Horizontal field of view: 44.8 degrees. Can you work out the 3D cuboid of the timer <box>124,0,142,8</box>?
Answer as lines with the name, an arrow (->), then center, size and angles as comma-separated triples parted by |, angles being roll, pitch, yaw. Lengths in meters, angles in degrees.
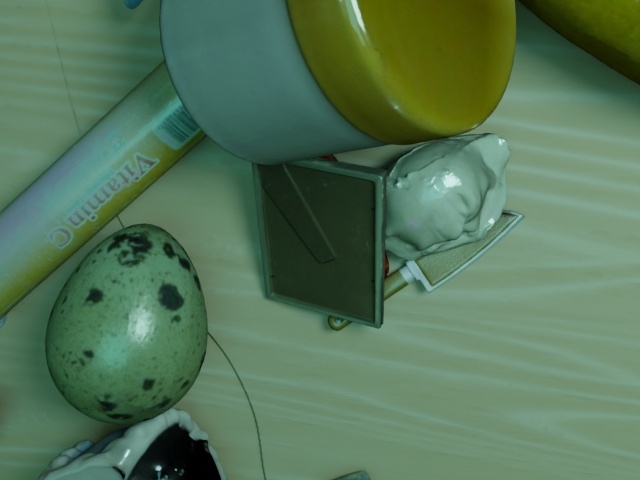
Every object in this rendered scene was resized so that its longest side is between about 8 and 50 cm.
timer -> -0.116, -0.370, 0.778 | 0.175, 0.175, 0.255 | 36, 135, -2

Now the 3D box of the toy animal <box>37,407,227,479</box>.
toy animal -> -0.224, 0.307, 0.937 | 0.204, 0.156, 0.208 | -25, 109, 14

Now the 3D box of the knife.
knife -> 0.120, 0.037, 0.893 | 0.256, 0.022, 0.046 | -34, 76, 11

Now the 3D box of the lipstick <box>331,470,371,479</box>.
lipstick -> 0.081, 0.429, 0.968 | 0.078, 0.076, 0.289 | -22, 100, 13

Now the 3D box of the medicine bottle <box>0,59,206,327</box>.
medicine bottle -> -0.265, -0.056, 0.883 | 0.426, 0.108, 0.108 | -38, 96, 12

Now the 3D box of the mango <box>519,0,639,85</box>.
mango -> 0.342, -0.252, 0.703 | 0.365, 0.182, 0.252 | 13, 116, 0

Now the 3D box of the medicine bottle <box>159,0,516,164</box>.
medicine bottle -> 0.016, -0.196, 0.688 | 0.232, 0.238, 0.237 | -3, 106, 44

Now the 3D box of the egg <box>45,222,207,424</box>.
egg -> -0.214, 0.093, 0.874 | 0.177, 0.177, 0.228 | 10, 93, 5

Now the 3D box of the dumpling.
dumpling -> 0.127, -0.040, 0.835 | 0.188, 0.108, 0.127 | -27, 108, 0

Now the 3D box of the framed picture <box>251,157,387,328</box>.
framed picture -> 0.000, 0.000, 0.849 | 0.150, 0.015, 0.203 | 12, 128, 21

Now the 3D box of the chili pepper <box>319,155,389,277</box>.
chili pepper -> 0.023, -0.021, 0.875 | 0.088, 0.065, 0.169 | -38, 100, 15
